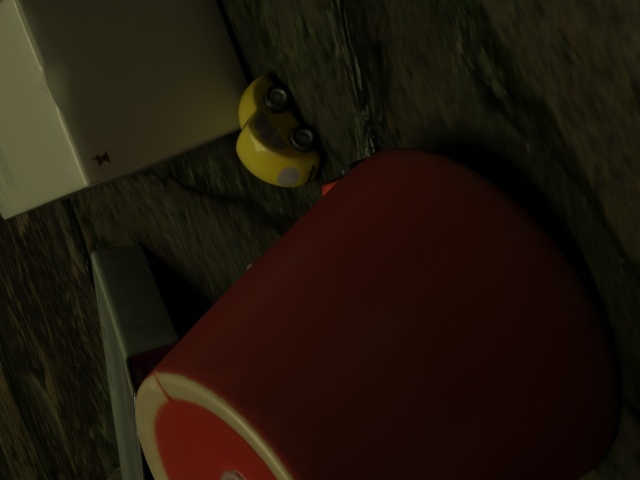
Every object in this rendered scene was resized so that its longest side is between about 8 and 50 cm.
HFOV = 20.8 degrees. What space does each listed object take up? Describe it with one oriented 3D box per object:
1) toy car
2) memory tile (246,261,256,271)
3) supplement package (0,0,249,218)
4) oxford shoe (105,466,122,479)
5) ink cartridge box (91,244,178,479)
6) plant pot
[{"bbox_3d":[0.000,0.000,1.433,0.239,0.053,0.225,38,144,47],"label":"toy car"},{"bbox_3d":[-0.020,0.078,1.599,0.148,0.012,0.113,15,125,60],"label":"memory tile"},{"bbox_3d":[-0.207,-0.141,1.584,0.293,0.175,0.178,-10,101,66],"label":"supplement package"},{"bbox_3d":[-0.255,0.375,2.107,0.449,0.130,0.169,-137,50,-76],"label":"oxford shoe"},{"bbox_3d":[-0.173,0.215,1.837,0.330,0.071,0.324,-122,25,-61],"label":"ink cartridge box"},{"bbox_3d":[0.026,0.111,1.194,0.275,0.243,0.275,34,143,31],"label":"plant pot"}]
